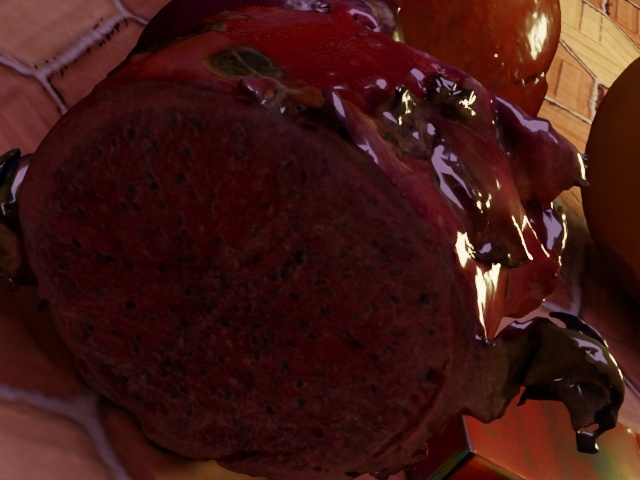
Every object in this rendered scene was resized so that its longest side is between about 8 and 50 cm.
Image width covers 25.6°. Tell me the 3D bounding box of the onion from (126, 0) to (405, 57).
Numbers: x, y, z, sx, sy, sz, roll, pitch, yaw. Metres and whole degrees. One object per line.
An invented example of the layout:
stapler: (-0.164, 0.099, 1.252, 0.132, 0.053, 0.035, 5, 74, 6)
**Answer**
onion: (-0.036, -0.050, 0.746, 0.135, 0.173, 0.198, 5, 78, -30)

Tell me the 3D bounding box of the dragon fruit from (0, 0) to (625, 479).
dragon fruit: (0.000, 0.000, 0.613, 0.282, 0.211, 0.147, 15, 35, 12)

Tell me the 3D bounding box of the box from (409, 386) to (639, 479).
box: (0.125, 0.129, 0.778, 0.175, 0.048, 0.112, 30, 27, -21)

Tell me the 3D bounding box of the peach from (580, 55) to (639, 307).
peach: (0.360, -0.019, 1.095, 0.289, 0.289, 0.308, -57, 136, -64)

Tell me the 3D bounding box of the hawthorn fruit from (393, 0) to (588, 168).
hawthorn fruit: (0.068, -0.132, 0.935, 0.299, 0.211, 0.211, 40, 25, -21)
